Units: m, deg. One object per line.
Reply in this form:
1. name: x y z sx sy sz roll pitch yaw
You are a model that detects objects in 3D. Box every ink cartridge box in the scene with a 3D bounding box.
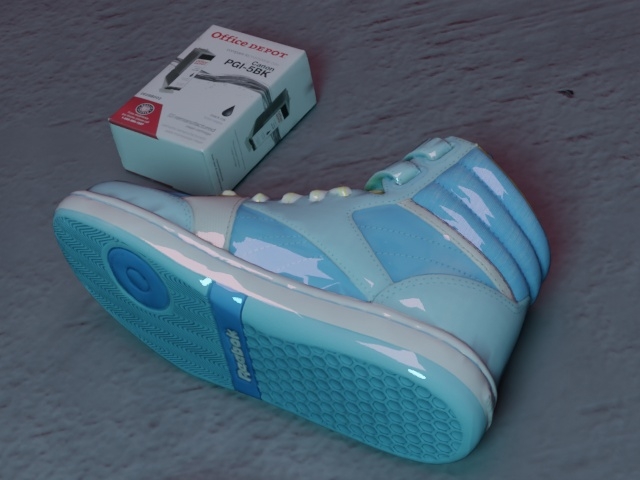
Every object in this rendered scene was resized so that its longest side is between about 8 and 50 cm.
1. ink cartridge box: -0.082 -0.102 1.034 0.099 0.056 0.135 20 52 30

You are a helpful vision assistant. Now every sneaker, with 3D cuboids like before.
1. sneaker: 0.000 0.000 0.867 0.319 0.127 0.208 24 55 20
